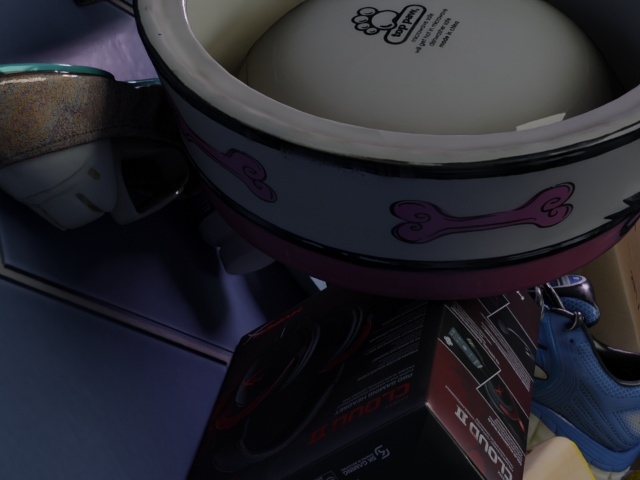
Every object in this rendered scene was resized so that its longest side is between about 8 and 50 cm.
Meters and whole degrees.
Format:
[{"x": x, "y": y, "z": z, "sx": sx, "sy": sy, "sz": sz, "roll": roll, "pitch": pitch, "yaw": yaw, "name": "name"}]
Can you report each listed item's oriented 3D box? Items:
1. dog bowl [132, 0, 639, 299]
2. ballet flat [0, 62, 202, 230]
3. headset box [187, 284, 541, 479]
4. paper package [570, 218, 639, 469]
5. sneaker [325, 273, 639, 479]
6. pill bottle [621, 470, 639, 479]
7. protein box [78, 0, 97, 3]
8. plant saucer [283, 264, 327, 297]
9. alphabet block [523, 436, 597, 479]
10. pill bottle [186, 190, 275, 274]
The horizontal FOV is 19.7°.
[{"x": 0.076, "y": -0.121, "z": 1.299, "sx": 0.408, "sy": 0.408, "sz": 0.150, "roll": -90, "pitch": 180, "yaw": -49, "name": "dog bowl"}, {"x": -0.158, "y": -0.063, "z": 1.282, "sx": 0.316, "sy": 0.107, "sz": 0.106, "roll": -7, "pitch": 81, "yaw": -64, "name": "ballet flat"}, {"x": 0.029, "y": 0.132, "z": 1.271, "sx": 0.110, "sy": 0.218, "sz": 0.293, "roll": 51, "pitch": 25, "yaw": -17, "name": "headset box"}, {"x": 0.210, "y": 0.014, "z": 1.707, "sx": 0.309, "sy": 0.168, "sz": 0.325, "roll": -78, "pitch": 154, "yaw": -55, "name": "paper package"}, {"x": 0.147, "y": 0.067, "z": 1.504, "sx": 0.330, "sy": 0.147, "sz": 0.130, "roll": 29, "pitch": 20, "yaw": -17, "name": "sneaker"}, {"x": 0.361, "y": 0.237, "z": 1.928, "sx": 0.117, "sy": 0.117, "sz": 0.208, "roll": 29, "pitch": 37, "yaw": -49, "name": "pill bottle"}, {"x": -0.116, "y": -0.311, "z": 1.520, "sx": 0.136, "sy": 0.199, "sz": 0.201, "roll": 59, "pitch": 24, "yaw": 0, "name": "protein box"}, {"x": 0.000, "y": 0.000, "z": 1.590, "sx": 0.195, "sy": 0.037, "sz": 0.195, "roll": 45, "pitch": 27, "yaw": -31, "name": "plant saucer"}, {"x": 0.125, "y": 0.282, "z": 1.327, "sx": 0.193, "sy": 0.192, "sz": 0.197, "roll": 62, "pitch": 25, "yaw": 0, "name": "alphabet block"}, {"x": -0.072, "y": -0.037, "z": 1.454, "sx": 0.067, "sy": 0.067, "sz": 0.120, "roll": 11, "pitch": 53, "yaw": -59, "name": "pill bottle"}]
